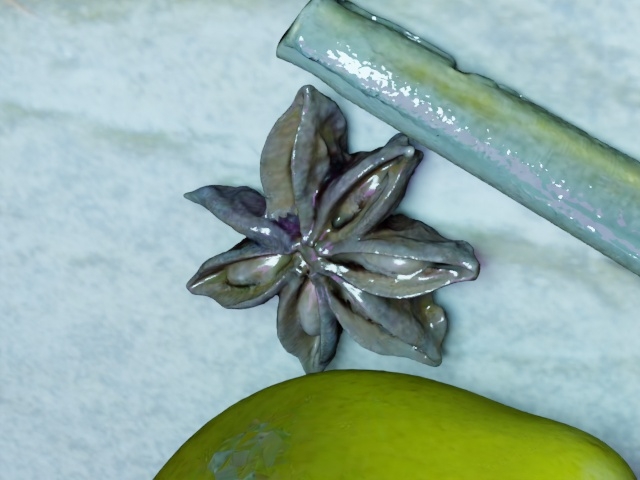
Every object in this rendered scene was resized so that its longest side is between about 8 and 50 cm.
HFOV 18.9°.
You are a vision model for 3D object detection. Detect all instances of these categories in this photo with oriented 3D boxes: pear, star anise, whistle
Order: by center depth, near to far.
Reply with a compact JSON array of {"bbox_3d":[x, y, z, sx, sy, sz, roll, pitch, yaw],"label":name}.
[{"bbox_3d":[0.124,-0.051,1.164,0.326,0.068,0.057,31,140,1],"label":"whistle"},{"bbox_3d":[0.006,0.207,1.195,0.386,0.340,0.191,-23,123,20],"label":"pear"},{"bbox_3d":[0.014,0.009,1.244,0.197,0.073,0.212,45,129,-6],"label":"star anise"}]
